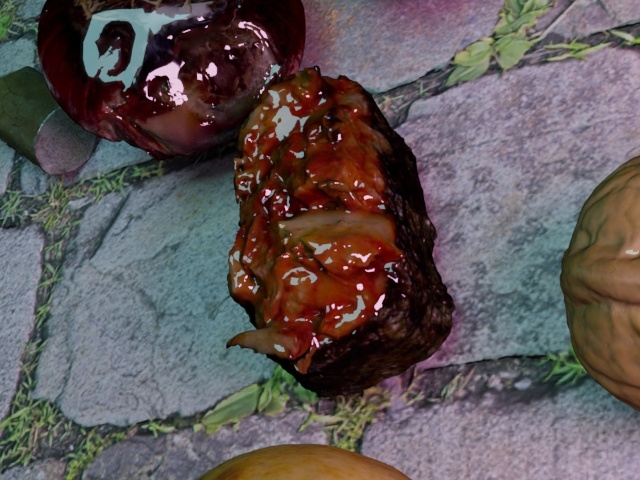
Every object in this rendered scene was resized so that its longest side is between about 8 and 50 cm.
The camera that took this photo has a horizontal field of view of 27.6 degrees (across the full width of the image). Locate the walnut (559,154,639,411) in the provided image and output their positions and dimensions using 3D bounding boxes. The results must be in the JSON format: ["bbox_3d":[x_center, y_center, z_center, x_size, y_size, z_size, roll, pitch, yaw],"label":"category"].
[{"bbox_3d":[0.304,0.034,0.977,0.261,0.225,0.225,6,65,37],"label":"walnut"}]

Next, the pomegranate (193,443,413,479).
[{"bbox_3d":[-0.016,0.273,1.018,0.260,0.260,0.260,-19,51,25],"label":"pomegranate"}]

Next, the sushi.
[{"bbox_3d":[0.000,0.000,1.239,0.196,0.182,0.343,-31,44,25],"label":"sushi"}]

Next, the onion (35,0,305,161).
[{"bbox_3d":[-0.163,-0.224,1.495,0.314,0.232,0.314,-3,56,5],"label":"onion"}]

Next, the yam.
[{"bbox_3d":[-0.388,-0.172,1.700,0.259,0.106,0.106,33,83,43],"label":"yam"}]
